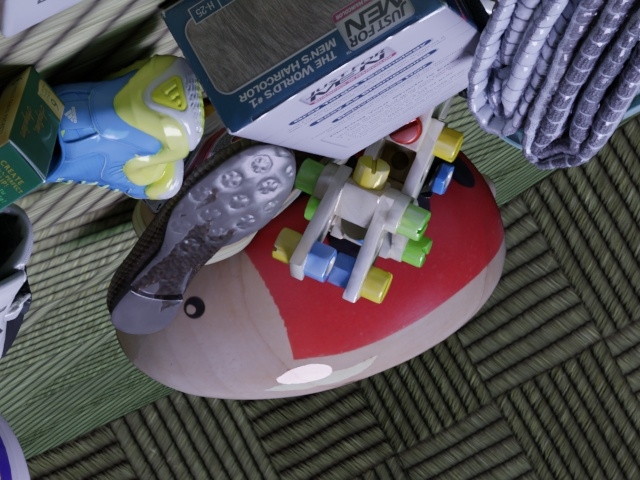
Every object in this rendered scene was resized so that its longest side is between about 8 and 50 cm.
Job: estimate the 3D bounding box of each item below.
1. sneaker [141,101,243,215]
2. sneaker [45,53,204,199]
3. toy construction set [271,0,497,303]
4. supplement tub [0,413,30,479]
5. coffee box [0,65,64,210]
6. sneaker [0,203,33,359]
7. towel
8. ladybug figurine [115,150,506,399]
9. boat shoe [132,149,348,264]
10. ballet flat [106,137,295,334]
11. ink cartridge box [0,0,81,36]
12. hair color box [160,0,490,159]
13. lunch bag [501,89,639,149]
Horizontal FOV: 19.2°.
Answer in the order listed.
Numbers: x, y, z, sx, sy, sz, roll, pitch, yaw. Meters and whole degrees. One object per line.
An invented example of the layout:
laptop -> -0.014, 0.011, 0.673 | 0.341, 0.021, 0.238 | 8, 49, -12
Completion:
sneaker -> -0.081, -0.072, 1.620 | 0.225, 0.092, 0.088 | -24, 171, -43
sneaker -> -0.161, -0.079, 1.376 | 0.126, 0.091, 0.240 | -8, 168, -13
toy construction set -> 0.085, -0.104, 1.677 | 0.327, 0.151, 0.215 | -53, 171, 9
supplement tub -> -0.407, 0.204, 1.430 | 0.241, 0.241, 0.331 | -32, 153, 24
coffee box -> -0.253, -0.033, 1.233 | 0.184, 0.040, 0.113 | -30, -155, 18
sneaker -> -0.270, 0.030, 1.471 | 0.146, 0.122, 0.330 | -28, 174, 9
towel -> 0.233, -0.205, 1.367 | 0.235, 0.121, 0.283 | -49, 170, -29
ladybug figurine -> 0.000, 0.000, 1.883 | 0.449, 0.305, 0.162 | -26, 133, -33
boat shoe -> -0.060, -0.071, 1.735 | 0.285, 0.104, 0.089 | -39, 172, -43
ballet flat -> -0.101, -0.013, 1.512 | 0.084, 0.058, 0.250 | 15, 137, -27
ink cartridge box -> -0.142, -0.164, 0.817 | 0.261, 0.066, 0.296 | -28, 173, -16
hair color box -> 0.026, -0.152, 1.414 | 0.174, 0.105, 0.347 | -31, 173, 11
lunch bag -> 0.291, -0.204, 1.776 | 0.223, 0.160, 0.262 | -40, 178, -45
